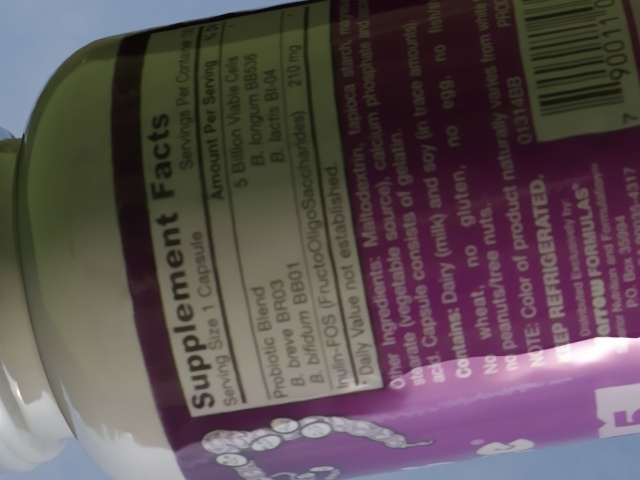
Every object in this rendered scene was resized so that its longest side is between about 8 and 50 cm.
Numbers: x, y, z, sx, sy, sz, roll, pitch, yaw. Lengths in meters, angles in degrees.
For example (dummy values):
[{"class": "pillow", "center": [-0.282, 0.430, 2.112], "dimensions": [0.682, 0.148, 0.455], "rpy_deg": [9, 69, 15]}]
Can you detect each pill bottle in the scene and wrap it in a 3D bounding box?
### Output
[{"class": "pill bottle", "center": [0.000, 0.000, 0.594], "dimensions": [0.301, 0.169, 0.169], "rpy_deg": [-10, -124, 7]}]
